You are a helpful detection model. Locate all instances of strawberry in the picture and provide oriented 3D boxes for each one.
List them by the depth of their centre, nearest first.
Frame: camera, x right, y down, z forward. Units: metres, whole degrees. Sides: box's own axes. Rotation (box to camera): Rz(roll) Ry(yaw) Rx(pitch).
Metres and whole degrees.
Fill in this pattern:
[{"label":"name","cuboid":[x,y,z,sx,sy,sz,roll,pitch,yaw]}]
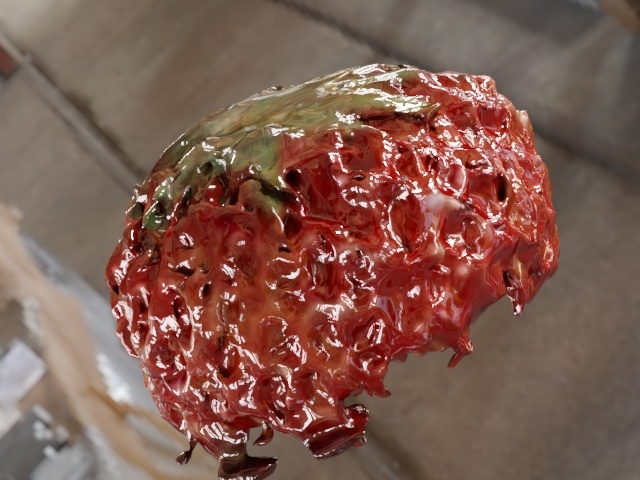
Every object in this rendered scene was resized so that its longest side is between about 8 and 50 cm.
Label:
[{"label":"strawberry","cuboid":[0.000,0.000,0.577,0.145,0.086,0.145,-16,19,6]}]
